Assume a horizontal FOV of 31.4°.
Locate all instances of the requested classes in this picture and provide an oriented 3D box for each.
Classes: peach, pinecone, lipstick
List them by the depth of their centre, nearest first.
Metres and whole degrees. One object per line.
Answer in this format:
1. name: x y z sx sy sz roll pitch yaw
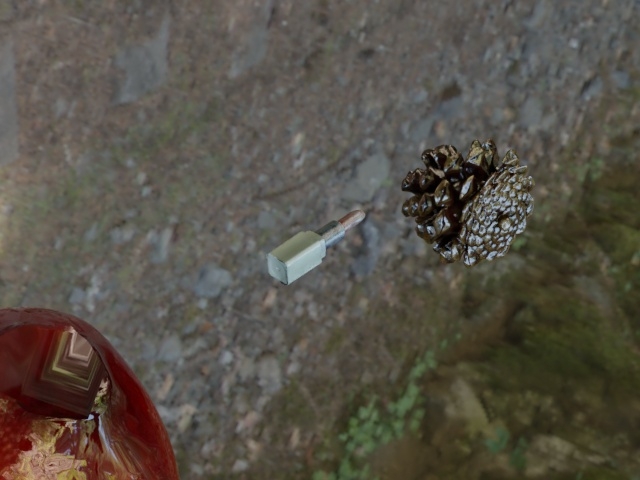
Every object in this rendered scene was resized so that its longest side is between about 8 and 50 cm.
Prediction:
1. lipstick: 0.000 0.000 0.985 0.107 0.025 0.025 -34 137 -34
2. peach: -0.311 0.245 1.096 0.388 0.388 0.388 -47 150 -40
3. pinecone: 0.217 -0.065 1.723 0.208 0.207 0.208 -47 150 -40
